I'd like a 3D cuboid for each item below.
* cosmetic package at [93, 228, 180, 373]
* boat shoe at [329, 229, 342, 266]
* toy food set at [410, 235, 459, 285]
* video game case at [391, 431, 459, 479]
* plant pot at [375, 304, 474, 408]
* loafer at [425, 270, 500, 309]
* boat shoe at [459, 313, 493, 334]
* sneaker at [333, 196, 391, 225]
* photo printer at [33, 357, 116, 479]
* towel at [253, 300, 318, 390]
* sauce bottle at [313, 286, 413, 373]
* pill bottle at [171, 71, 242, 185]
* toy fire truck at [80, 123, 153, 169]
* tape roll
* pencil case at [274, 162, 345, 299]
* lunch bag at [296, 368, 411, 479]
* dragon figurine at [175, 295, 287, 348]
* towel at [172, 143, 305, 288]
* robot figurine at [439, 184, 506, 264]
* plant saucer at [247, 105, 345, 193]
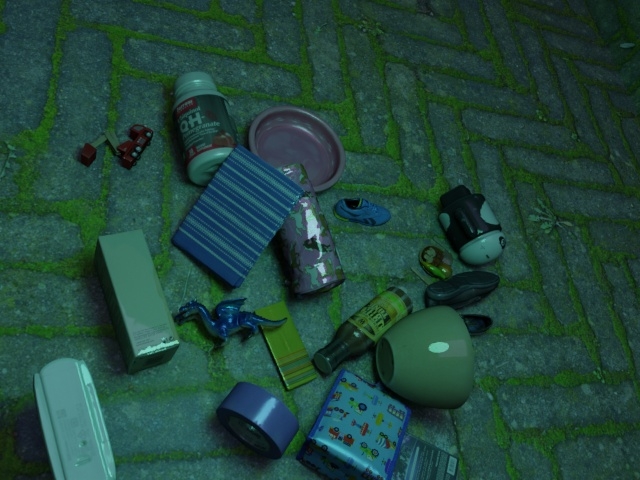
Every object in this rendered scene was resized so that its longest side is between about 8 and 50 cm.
[{"bbox_3d":[-0.453,0.148,1.352,0.113,0.160,0.309,-12,70,-31],"label":"cosmetic package"},{"bbox_3d":[0.001,0.000,1.698,0.081,0.079,0.227,-12,74,-39],"label":"boat shoe"},{"bbox_3d":[0.393,0.067,1.858,0.132,0.038,0.192,41,54,1],"label":"toy food set"},{"bbox_3d":[0.238,0.626,1.492,0.274,0.026,0.196,28,55,-7],"label":"video game case"},{"bbox_3d":[0.263,0.323,1.522,0.191,0.284,0.284,1,63,-17],"label":"plant pot"},{"bbox_3d":[0.461,0.172,1.815,0.302,0.095,0.109,-10,26,-31],"label":"loafer"},{"bbox_3d":[0.447,0.267,1.751,0.228,0.076,0.080,5,62,-23],"label":"boat shoe"},{"bbox_3d":[0.149,-0.099,1.811,0.209,0.082,0.069,7,59,-23],"label":"sneaker"},{"bbox_3d":[-0.494,0.390,1.107,0.107,0.307,0.256,-14,73,-29],"label":"photo printer"},{"bbox_3d":[-0.097,0.287,1.526,0.102,0.021,0.237,-14,70,-34],"label":"towel"},{"bbox_3d":[0.125,0.258,1.587,0.344,0.111,0.111,-34,81,-35],"label":"sauce bottle"},{"bbox_3d":[-0.342,-0.337,1.654,0.176,0.176,0.318,-8,67,-28],"label":"pill bottle"},{"bbox_3d":[-0.580,-0.272,1.588,0.135,0.047,0.192,26,55,-8],"label":"toy fire truck"},{"bbox_3d":[-0.149,0.429,1.319,0.189,0.189,0.080,39,55,-1],"label":"tape roll"},{"bbox_3d":[-0.063,-0.030,1.583,0.167,0.160,0.386,-18,84,-4],"label":"pencil case"},{"bbox_3d":[0.107,0.477,1.445,0.221,0.138,0.293,28,45,7],"label":"lunch bag"},{"bbox_3d":[-0.229,0.195,1.454,0.289,0.085,0.144,-15,81,-17],"label":"dragon figurine"},{"bbox_3d":[-0.227,-0.065,1.519,0.243,0.040,0.336,35,90,11],"label":"towel"},{"bbox_3d":[0.519,-0.052,1.898,0.209,0.173,0.278,-14,70,-28],"label":"robot figurine"},{"bbox_3d":[-0.083,-0.283,1.802,0.332,0.084,0.332,11,59,-20],"label":"plant saucer"}]
